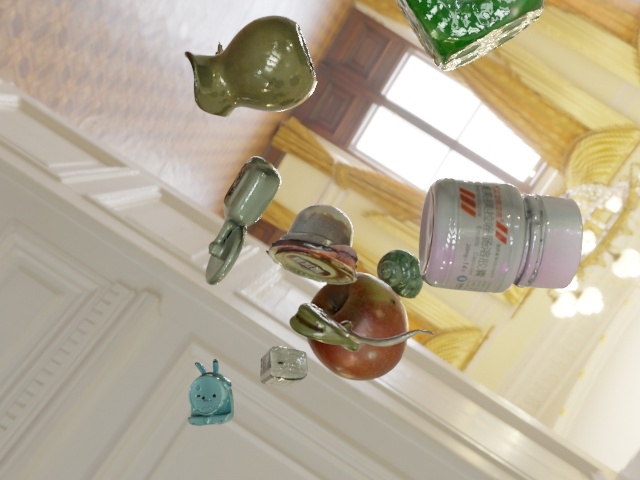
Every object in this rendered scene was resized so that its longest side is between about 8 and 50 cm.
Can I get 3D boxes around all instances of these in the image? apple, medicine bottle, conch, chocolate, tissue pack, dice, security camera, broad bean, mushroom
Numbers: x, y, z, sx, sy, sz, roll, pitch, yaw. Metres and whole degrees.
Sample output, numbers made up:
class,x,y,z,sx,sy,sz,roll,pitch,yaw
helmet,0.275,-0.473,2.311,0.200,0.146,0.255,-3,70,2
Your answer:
class,x,y,z,sx,sy,sz,roll,pitch,yaw
apple,0.120,0.283,2.247,0.348,0.277,0.349,-29,-143,24
medicine bottle,0.399,-0.005,1.565,0.256,0.324,0.256,6,90,-89
conch,0.290,0.120,2.504,0.122,0.188,0.176,169,-73,-73
chocolate,0.002,-0.005,1.488,0.221,0.221,0.147,111,-3,-74
tissue pack,-0.100,0.336,1.830,0.170,0.103,0.091,130,-34,-69
dice,0.347,-0.601,1.659,0.297,0.287,0.300,-29,179,10
security camera,-0.190,-0.043,1.508,0.302,0.080,0.157,-59,-157,9
broad bean,0.022,0.227,1.752,0.072,0.206,0.153,-60,-151,8
mushroom,0.159,0.251,1.826,0.306,0.043,0.068,1,-116,45

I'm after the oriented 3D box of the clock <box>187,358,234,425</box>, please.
class,x,y,z,sx,sy,sz,roll,pitch,yaw
clock,-0.256,0.351,1.592,0.045,0.108,0.147,28,55,-68

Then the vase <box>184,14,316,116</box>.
class,x,y,z,sx,sy,sz,roll,pitch,yaw
vase,-0.166,-0.432,1.839,0.302,0.241,0.329,-18,168,8

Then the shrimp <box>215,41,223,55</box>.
class,x,y,z,sx,sy,sz,roll,pitch,yaw
shrimp,-0.276,-0.530,2.151,0.126,0.047,0.223,-35,148,-18
